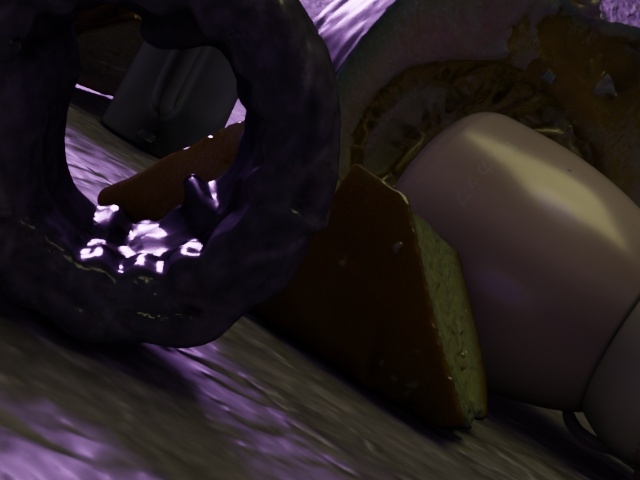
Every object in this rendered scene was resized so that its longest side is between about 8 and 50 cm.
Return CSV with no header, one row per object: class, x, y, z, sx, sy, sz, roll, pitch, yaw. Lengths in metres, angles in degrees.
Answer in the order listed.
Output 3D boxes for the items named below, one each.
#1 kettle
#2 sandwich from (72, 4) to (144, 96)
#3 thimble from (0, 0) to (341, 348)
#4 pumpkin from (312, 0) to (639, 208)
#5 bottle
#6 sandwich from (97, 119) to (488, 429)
kettle,-0.115,-0.145,0.937,0.098,0.148,0.127,33,9,29
sandwich,-0.181,-0.194,1.068,0.186,0.065,0.215,-4,-9,30
thimble,-0.066,-0.041,0.390,0.150,0.150,0.098,26,12,-15
pumpkin,0.097,-0.079,0.829,0.293,0.263,0.197,27,2,-28
bottle,0.151,0.041,0.626,0.236,0.147,0.147,33,9,25
sandwich,0.000,0.000,0.569,0.244,0.088,0.090,31,5,27
